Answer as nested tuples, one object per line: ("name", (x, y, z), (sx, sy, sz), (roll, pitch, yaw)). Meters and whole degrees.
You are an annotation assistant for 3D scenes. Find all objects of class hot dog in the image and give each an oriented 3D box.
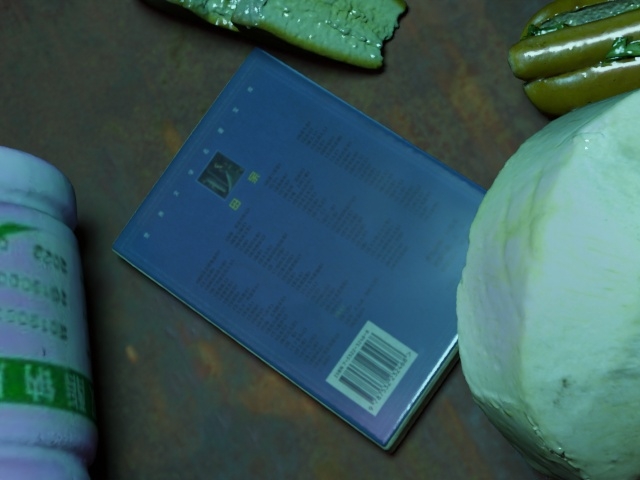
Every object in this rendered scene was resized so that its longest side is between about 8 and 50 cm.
("hot dog", (0.251, -0.145, 1.021), (0.249, 0.068, 0.100), (-14, 70, 14))

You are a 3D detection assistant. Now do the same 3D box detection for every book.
("book", (0.000, 0.000, 1.088), (0.269, 0.025, 0.191), (34, 86, 24))

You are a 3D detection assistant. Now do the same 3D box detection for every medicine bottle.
("medicine bottle", (-0.260, 0.115, 1.039), (0.212, 0.212, 0.325), (-13, 70, 15))

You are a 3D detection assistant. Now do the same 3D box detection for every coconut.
("coconut", (0.200, 0.032, 0.904), (0.259, 0.259, 0.259), (-5, 73, 17))

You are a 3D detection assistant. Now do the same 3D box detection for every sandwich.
("sandwich", (-0.059, -0.200, 1.130), (0.244, 0.088, 0.090), (22, 86, 22))
